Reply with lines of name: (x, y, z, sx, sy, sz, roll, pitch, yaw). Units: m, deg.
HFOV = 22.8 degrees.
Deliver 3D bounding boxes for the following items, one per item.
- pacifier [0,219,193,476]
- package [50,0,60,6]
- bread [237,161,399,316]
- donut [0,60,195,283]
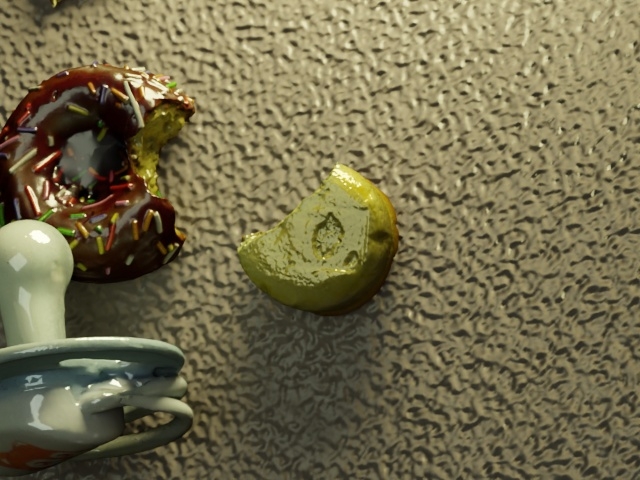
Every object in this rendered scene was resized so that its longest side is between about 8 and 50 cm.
pacifier: (-0.256, 0.093, 1.493, 0.299, 0.244, 0.233, -25, 71, 43)
package: (-0.251, -0.312, 1.672, 0.120, 0.031, 0.108, -22, 76, 8)
bread: (0.004, 0.010, 1.531, 0.156, 0.086, 0.125, -36, 81, 8)
donut: (-0.232, -0.075, 1.592, 0.216, 0.096, 0.230, 12, 83, 14)
